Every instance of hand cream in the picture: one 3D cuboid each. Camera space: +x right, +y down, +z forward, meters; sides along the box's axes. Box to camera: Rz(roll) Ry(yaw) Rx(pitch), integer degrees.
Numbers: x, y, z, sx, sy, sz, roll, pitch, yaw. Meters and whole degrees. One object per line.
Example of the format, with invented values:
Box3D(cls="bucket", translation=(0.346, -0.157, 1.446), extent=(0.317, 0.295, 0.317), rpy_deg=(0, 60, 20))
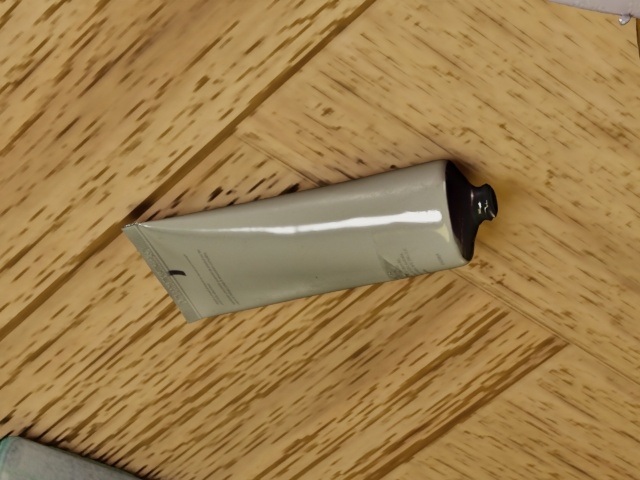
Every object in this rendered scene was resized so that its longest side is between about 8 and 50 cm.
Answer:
Box3D(cls="hand cream", translation=(0.000, 0.000, 0.988), extent=(0.186, 0.054, 0.087), rpy_deg=(-12, 139, 17))

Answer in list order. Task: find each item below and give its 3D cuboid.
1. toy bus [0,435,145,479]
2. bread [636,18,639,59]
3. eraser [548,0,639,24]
Box3D(cls="toy bus", translation=(-0.101, 0.200, 1.135), extent=(0.262, 0.109, 0.091), rpy_deg=(25, 126, -28))
Box3D(cls="bread", translation=(0.195, -0.127, 0.855), extent=(0.114, 0.077, 0.189), rpy_deg=(-11, 137, -22))
Box3D(cls="eraser", translation=(0.170, -0.158, 0.731), extent=(0.243, 0.059, 0.204), rpy_deg=(20, 120, -31))
